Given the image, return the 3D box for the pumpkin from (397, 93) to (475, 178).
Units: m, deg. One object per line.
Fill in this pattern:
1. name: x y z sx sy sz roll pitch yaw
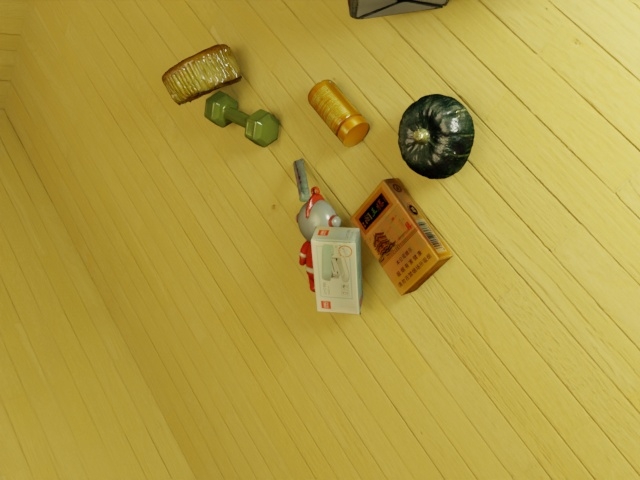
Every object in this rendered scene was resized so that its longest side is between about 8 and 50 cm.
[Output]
1. pumpkin: 0.283 -0.257 1.640 0.211 0.152 0.211 34 133 47

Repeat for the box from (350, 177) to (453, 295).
1. box: 0.216 -0.011 1.811 0.174 0.076 0.274 -49 63 38

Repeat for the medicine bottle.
1. medicine bottle: 0.051 -0.366 1.897 0.192 0.096 0.096 54 130 23

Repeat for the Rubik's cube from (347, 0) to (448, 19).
1. Rubik's cube: 0.180 -0.679 1.536 0.260 0.255 0.259 -4 95 3

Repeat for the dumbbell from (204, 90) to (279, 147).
1. dumbbell: -0.265 -0.405 2.200 0.302 0.108 0.121 31 119 38

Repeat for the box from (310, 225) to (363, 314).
1. box: 0.052 0.090 1.906 0.135 0.079 0.269 4 124 12

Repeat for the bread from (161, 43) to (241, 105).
1. bread: -0.398 -0.555 2.220 0.253 0.227 0.142 -7 116 42

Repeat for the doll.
1. doll: 0.000 0.000 2.022 0.200 0.105 0.336 7 111 45

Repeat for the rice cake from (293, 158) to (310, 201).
1. rice cake: -0.058 -0.188 2.023 0.207 0.033 0.033 -102 24 -49
